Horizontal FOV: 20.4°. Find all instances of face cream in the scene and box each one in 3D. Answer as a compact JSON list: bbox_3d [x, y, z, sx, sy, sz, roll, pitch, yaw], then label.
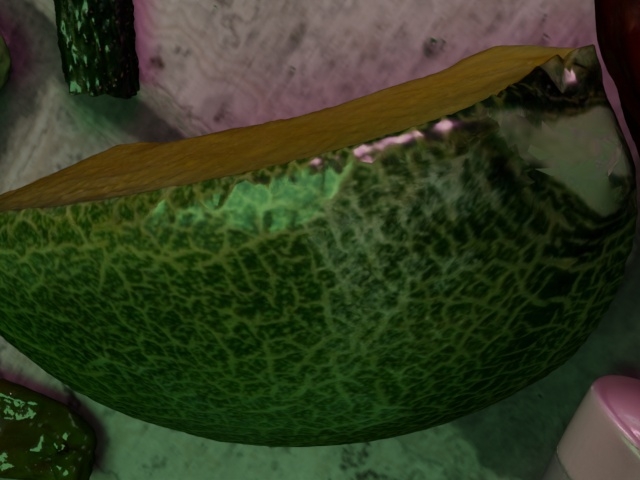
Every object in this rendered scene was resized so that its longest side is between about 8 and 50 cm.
[{"bbox_3d":[0.166,0.211,1.105,0.107,0.073,0.269,29,123,12],"label":"face cream"}]

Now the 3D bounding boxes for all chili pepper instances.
[{"bbox_3d":[-0.261,0.135,1.329,0.204,0.073,0.072,13,100,13],"label":"chili pepper"}]

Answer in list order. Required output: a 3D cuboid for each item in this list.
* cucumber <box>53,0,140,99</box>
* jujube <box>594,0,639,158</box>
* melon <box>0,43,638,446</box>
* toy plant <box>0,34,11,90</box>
[{"bbox_3d":[-0.144,-0.182,1.126,0.058,0.058,0.187,12,117,26],"label":"cucumber"},{"bbox_3d":[0.226,-0.099,0.865,0.183,0.183,0.243,-15,102,35],"label":"jujube"},{"bbox_3d":[0.000,0.000,0.986,0.331,0.226,0.343,33,158,-27],"label":"melon"},{"bbox_3d":[-0.429,-0.115,1.241,0.317,0.210,0.356,47,114,7],"label":"toy plant"}]
